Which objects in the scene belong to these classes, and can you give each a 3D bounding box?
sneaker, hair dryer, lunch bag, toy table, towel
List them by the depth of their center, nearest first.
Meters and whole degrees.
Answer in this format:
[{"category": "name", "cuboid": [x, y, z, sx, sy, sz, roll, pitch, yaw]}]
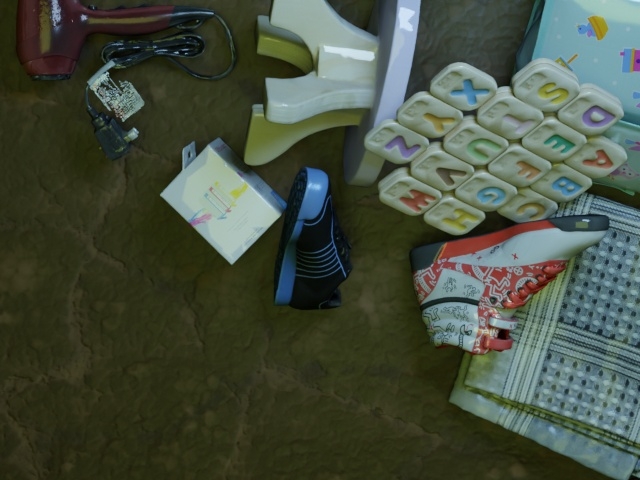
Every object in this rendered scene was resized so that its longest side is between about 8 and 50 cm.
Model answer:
[{"category": "toy table", "cuboid": [0.007, -0.200, 1.876, 0.161, 0.252, 0.274, 7, 109, -10]}, {"category": "lunch bag", "cuboid": [0.340, -0.187, 1.888, 0.223, 0.160, 0.262, 12, 114, -3]}, {"category": "sneaker", "cuboid": [0.236, 0.057, 1.914, 0.270, 0.090, 0.145, -14, 82, 34]}, {"category": "sneaker", "cuboid": [0.000, 0.000, 1.938, 0.090, 0.081, 0.232, 5, 140, -8]}, {"category": "towel", "cuboid": [0.345, 0.118, 1.952, 0.312, 0.056, 0.324, 20, 101, 14]}, {"category": "hair dryer", "cuboid": [-0.269, -0.267, 1.970, 0.223, 0.080, 0.293, -43, 100, -7]}]

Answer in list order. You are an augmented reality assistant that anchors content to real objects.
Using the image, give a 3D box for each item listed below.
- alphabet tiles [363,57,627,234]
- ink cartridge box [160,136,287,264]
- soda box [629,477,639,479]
[{"category": "alphabet tiles", "cuboid": [0.203, -0.102, 1.833, 0.278, 0.021, 0.284, 24, 134, -32]}, {"category": "ink cartridge box", "cuboid": [-0.124, -0.056, 1.969, 0.143, 0.092, 0.090, 44, 100, -2]}, {"category": "soda box", "cuboid": [0.474, 0.317, 2.005, 0.183, 0.058, 0.063, -16, 97, 5]}]
